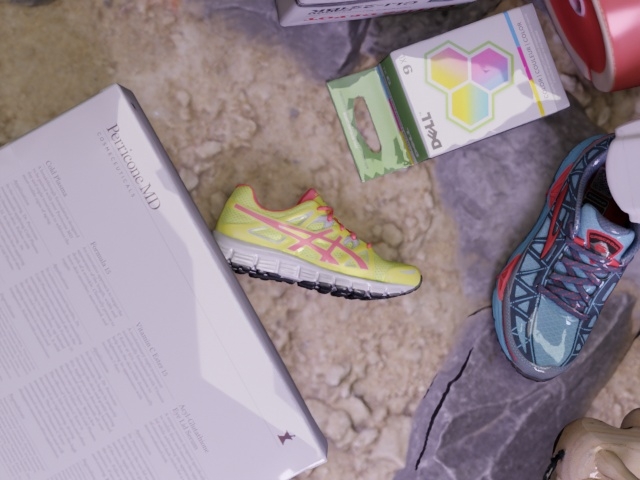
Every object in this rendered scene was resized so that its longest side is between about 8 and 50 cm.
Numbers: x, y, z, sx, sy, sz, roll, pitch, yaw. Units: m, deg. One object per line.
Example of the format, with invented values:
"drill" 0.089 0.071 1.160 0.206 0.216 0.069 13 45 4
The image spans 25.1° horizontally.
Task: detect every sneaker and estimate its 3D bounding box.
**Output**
"sneaker" 0.000 0.000 1.354 0.208 0.081 0.094 15 81 -8
"sneaker" 0.244 0.008 1.372 0.104 0.125 0.262 22 82 -4

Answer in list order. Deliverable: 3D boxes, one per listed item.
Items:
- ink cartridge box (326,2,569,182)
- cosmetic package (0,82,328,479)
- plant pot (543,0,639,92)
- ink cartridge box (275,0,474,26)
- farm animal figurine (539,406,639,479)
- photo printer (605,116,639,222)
"ink cartridge box" 0.123 -0.143 1.395 0.209 0.062 0.109 -20 90 -10
"cosmetic package" -0.205 0.093 1.278 0.284 0.097 0.377 -29 91 4
"plant pot" 0.341 -0.275 1.356 0.243 0.275 0.275 -24 90 -2
"ink cartridge box" 0.069 -0.278 1.293 0.197 0.273 0.114 -7 90 -10
"farm animal figurine" 0.337 0.252 1.330 0.326 0.172 0.330 -22 127 -11
"photo printer" 0.443 -0.093 1.300 0.307 0.256 0.107 -16 98 -47
